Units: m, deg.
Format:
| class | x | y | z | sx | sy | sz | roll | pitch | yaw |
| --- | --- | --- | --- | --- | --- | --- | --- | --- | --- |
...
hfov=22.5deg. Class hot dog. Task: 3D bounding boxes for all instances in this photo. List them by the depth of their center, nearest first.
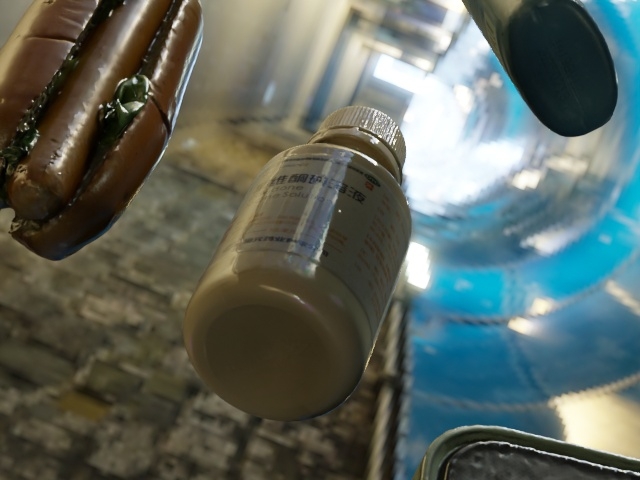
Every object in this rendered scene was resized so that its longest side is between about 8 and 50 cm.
| class | x | y | z | sx | sy | sz | roll | pitch | yaw |
| --- | --- | --- | --- | --- | --- | --- | --- | --- | --- |
| hot dog | -0.118 | -0.087 | 0.855 | 0.068 | 0.100 | 0.249 | -44 | -161 | 38 |

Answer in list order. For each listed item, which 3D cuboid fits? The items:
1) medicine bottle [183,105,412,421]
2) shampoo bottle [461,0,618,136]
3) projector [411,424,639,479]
| class | x | y | z | sx | sy | sz | roll | pitch | yaw |
| --- | --- | --- | --- | --- | --- | --- | --- | --- | --- |
| medicine bottle | 0.000 | 0.000 | 1.035 | 0.252 | 0.114 | 0.114 | -65 | 177 | -53 |
| shampoo bottle | 0.121 | -0.168 | 1.053 | 0.061 | 0.104 | 0.258 | -28 | -147 | 6 |
| projector | 0.151 | 0.314 | 1.152 | 0.248 | 0.248 | 0.249 | -86 | -167 | -48 |
